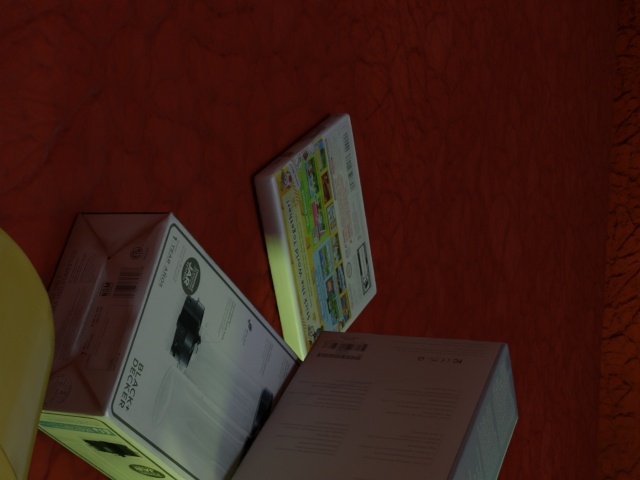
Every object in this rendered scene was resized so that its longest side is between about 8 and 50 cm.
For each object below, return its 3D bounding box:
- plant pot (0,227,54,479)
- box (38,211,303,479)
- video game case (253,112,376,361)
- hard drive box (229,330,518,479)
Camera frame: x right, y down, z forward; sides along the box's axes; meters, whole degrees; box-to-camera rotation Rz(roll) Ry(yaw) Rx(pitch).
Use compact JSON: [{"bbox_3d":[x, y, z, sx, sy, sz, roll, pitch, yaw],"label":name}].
[{"bbox_3d":[-0.234,0.091,0.500,0.239,0.254,0.254,-78,157,-61],"label":"plant pot"},{"bbox_3d":[-0.112,0.121,0.913,0.290,0.087,0.169,53,44,-52],"label":"box"},{"bbox_3d":[0.000,0.000,1.224,0.206,0.026,0.226,-46,132,-56],"label":"video game case"},{"bbox_3d":[0.047,0.180,0.937,0.232,0.181,0.089,-54,138,-50],"label":"hard drive box"}]
